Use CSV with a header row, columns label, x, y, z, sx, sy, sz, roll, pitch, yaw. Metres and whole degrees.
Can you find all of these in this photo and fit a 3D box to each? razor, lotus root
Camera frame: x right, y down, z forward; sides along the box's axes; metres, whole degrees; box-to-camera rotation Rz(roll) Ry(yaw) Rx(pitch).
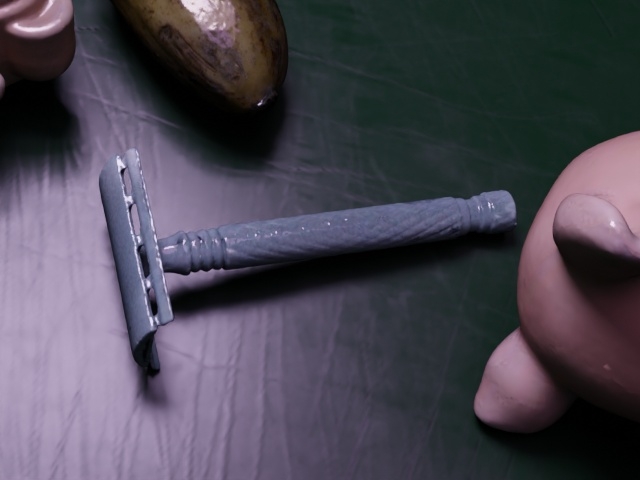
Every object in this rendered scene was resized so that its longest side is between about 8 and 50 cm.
label,x,y,z,sx,sy,sz,roll,pitch,yaw
razor,0.000,0.000,0.728,0.232,0.068,0.106,-6,65,-17
lotus root,-0.076,-0.148,0.772,0.080,0.089,0.179,-43,74,21

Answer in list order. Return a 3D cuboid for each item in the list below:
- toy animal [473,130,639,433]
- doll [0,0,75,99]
label,x,y,z,sx,sy,sz,roll,pitch,yaw
toy animal,0.236,0.012,0.670,0.256,0.195,0.212,17,54,5
doll,-0.262,-0.171,0.749,0.278,0.119,0.154,40,62,19
